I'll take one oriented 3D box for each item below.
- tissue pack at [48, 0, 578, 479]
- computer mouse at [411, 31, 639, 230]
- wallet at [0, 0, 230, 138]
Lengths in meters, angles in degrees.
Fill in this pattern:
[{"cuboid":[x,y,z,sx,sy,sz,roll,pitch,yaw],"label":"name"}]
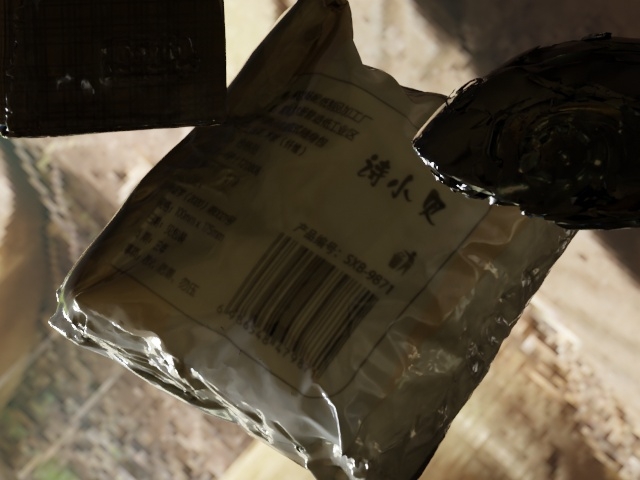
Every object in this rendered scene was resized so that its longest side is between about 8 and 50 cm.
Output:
[{"cuboid":[0.000,0.000,1.435,0.375,0.390,0.195,34,170,28],"label":"tissue pack"},{"cuboid":[0.170,-0.072,0.964,0.146,0.241,0.077,-95,2,-55],"label":"computer mouse"},{"cuboid":[-0.108,-0.167,0.858,0.042,0.124,0.230,-137,45,-73],"label":"wallet"}]
